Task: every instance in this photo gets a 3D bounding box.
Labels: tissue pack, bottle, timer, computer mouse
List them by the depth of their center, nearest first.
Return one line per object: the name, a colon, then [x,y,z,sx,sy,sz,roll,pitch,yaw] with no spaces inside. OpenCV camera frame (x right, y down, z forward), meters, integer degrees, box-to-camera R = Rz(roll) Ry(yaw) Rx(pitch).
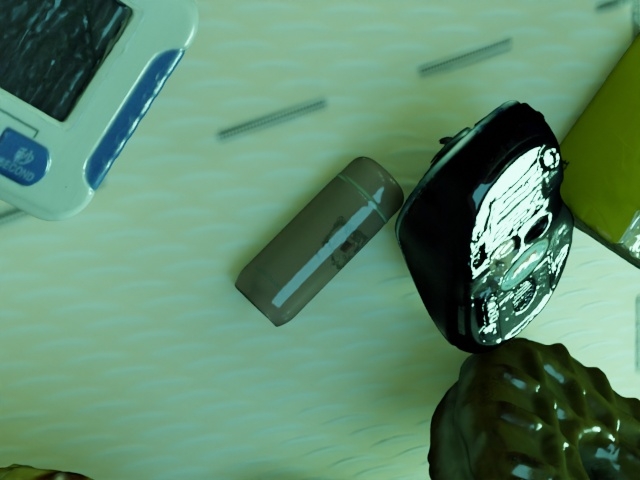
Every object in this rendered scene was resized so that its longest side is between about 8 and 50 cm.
timer: [-0.210,-0.135,0.891,0.253,0.078,0.178,32,92,-41]
bottle: [0.000,0.000,1.109,0.140,0.053,0.053,-46,129,-5]
computer mouse: [0.123,-0.014,1.144,0.137,0.096,0.233,-44,145,-26]
tissue pack: [0.263,-0.074,1.196,0.082,0.120,0.169,31,96,-40]

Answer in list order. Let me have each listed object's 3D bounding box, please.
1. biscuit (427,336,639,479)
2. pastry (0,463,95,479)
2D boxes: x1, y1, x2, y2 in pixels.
biscuit: [0.220,0.223,1.202,0.332,0.332,0.103,23,126,-38]
pastry: [-0.209,0.323,0.976,0.388,0.312,0.388,-7,116,-14]
